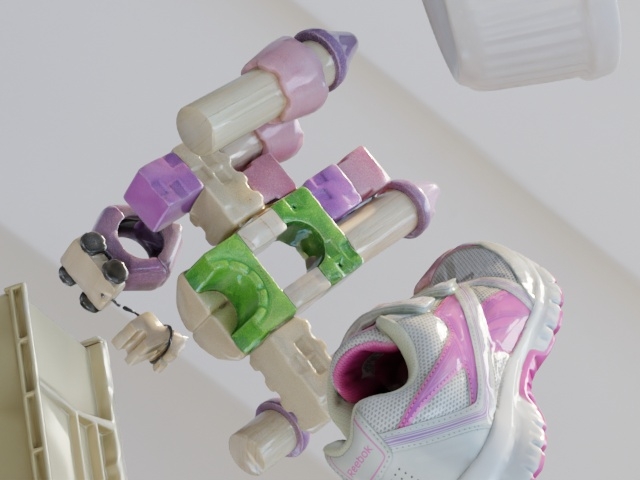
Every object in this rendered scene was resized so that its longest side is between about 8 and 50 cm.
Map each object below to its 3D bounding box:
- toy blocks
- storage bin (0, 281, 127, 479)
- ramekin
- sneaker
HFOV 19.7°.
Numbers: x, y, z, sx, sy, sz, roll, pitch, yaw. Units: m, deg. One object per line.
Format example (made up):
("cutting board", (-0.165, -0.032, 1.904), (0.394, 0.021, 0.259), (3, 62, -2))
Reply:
("toy blocks", (0.000, 0.000, 1.545), (0.260, 0.288, 0.309), (-34, 173, -39))
("storage bin", (-0.255, 0.193, 1.122), (0.262, 0.123, 0.260), (-18, -119, 10))
("ramekin", (0.139, -0.245, 1.490), (0.127, 0.273, 0.273), (-17, -169, 0))
("sneaker", (0.065, 0.067, 1.046), (0.103, 0.111, 0.252), (-57, -171, 27))
